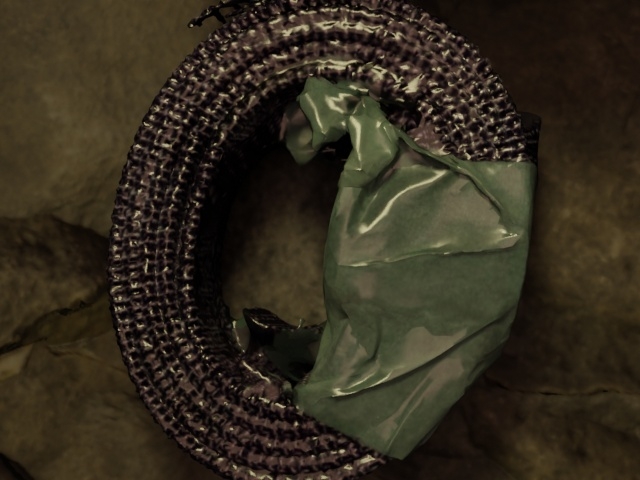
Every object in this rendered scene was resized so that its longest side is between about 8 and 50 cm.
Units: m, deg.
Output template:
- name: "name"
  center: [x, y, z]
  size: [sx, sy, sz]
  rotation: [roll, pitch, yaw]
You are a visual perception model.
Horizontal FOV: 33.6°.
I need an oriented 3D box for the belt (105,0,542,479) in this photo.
- name: "belt"
  center: [0.000, 0.000, 0.683]
  size: [0.260, 0.122, 0.324]
  rotation: [15, 87, 7]
